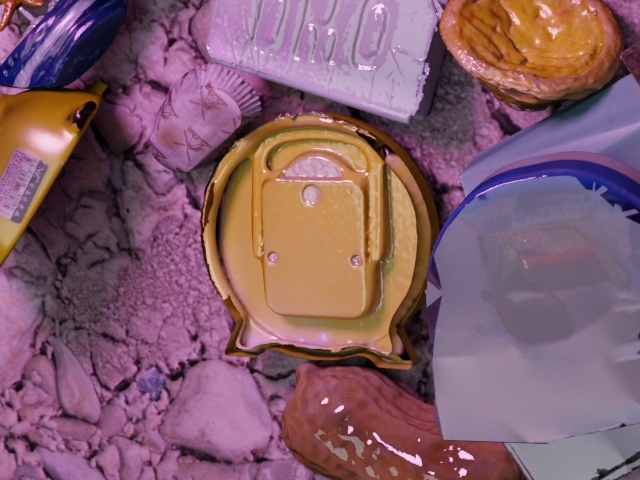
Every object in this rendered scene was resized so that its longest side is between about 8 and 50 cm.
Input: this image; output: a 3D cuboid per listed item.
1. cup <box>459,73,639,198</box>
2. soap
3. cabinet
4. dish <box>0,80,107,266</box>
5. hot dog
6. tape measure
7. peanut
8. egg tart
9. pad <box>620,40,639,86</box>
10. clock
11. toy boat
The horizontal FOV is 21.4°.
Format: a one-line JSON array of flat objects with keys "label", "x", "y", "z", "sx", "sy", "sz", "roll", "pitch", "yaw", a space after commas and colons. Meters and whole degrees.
[{"label": "cup", "x": 0.270, "y": -0.077, "z": 1.746, "sx": 0.236, "sy": 0.148, "sz": 0.134, "roll": -20, "pitch": 72, "yaw": 32}, {"label": "soap", "x": 0.014, "y": -0.230, "z": 1.837, "sx": 0.261, "sy": 0.094, "sz": 0.150, "roll": 20, "pitch": 109, "yaw": 19}, {"label": "cabinet", "x": 0.257, "y": 0.151, "z": 1.783, "sx": 0.145, "sy": 0.150, "sz": 0.206, "roll": -35, "pitch": 86, "yaw": 20}, {"label": "dish", "x": -0.359, "y": -0.087, "z": 1.955, "sx": 0.108, "sy": 0.221, "sz": 0.262, "roll": 31, "pitch": 105, "yaw": -11}, {"label": "hot dog", "x": -0.135, "y": -0.136, "z": 1.921, "sx": 0.099, "sy": 0.053, "sz": 0.192, "roll": 42, "pitch": 143, "yaw": -4}, {"label": "tape measure", "x": 0.230, "y": 0.049, "z": 1.628, "sx": 0.259, "sy": 0.138, "sz": 0.262, "roll": -11, "pitch": 94, "yaw": 19}, {"label": "peanut", "x": 0.085, "y": 0.241, "z": 1.883, "sx": 0.291, "sy": 0.143, "sz": 0.159, "roll": 21, "pitch": 99, "yaw": 21}, {"label": "egg tart", "x": 0.214, "y": -0.200, "z": 1.736, "sx": 0.191, "sy": 0.191, "sz": 0.074, "roll": 27, "pitch": 147, "yaw": 16}, {"label": "pad", "x": 0.404, "y": -0.115, "z": 1.668, "sx": 0.235, "sy": 0.158, "sz": 0.003, "roll": 56, "pitch": 144, "yaw": 3}, {"label": "clock", "x": 0.002, "y": -0.002, "z": 1.904, "sx": 0.277, "sy": 0.071, "sz": 0.293, "roll": 9, "pitch": 104, "yaw": 21}, {"label": "toy boat", "x": -0.347, "y": -0.307, "z": 1.980, "sx": 0.220, "sy": 0.067, "sz": 0.291, "roll": -47, "pitch": 62, "yaw": -1}]
